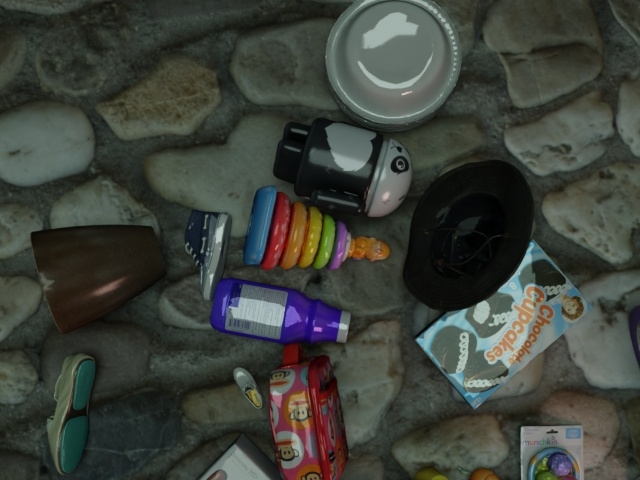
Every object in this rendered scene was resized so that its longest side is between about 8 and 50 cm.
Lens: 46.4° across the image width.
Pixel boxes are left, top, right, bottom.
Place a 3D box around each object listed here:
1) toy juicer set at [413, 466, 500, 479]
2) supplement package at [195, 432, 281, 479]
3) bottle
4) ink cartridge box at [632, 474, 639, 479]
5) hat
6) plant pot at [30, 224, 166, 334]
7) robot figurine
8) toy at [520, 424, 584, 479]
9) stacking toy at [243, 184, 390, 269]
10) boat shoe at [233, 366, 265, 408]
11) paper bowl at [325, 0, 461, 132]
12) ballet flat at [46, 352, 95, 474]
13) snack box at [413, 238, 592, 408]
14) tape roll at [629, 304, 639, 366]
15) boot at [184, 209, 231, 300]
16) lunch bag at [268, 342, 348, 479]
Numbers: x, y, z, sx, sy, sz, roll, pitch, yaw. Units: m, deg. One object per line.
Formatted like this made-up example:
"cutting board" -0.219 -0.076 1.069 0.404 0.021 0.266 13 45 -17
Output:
"toy juicer set" 0.305 0.617 1.510 0.209 0.089 0.329 -5 82 -17
"supplement package" -0.201 0.528 1.498 0.139 0.134 0.244 43 88 4
"bottle" -0.080 0.154 1.543 0.282 0.092 0.118 10 87 2
"ink cartridge box" 0.729 0.556 1.382 0.131 0.306 0.226 -30 85 0
"hat" 0.323 0.006 1.506 0.134 0.331 0.331 29 86 -35
"plant pot" -0.440 0.055 1.522 0.230 0.215 0.215 -16 85 -14
"robot figurine" 0.049 -0.152 1.520 0.278 0.173 0.209 16 85 1
"toy" 0.480 0.500 1.513 0.136 0.056 0.237 1 89 -9
"stacking toy" 0.000 0.000 1.540 0.301 0.175 0.166 12 87 -11
"boat shoe" -0.150 0.309 1.562 0.035 0.035 0.100 -31 86 -1
"paper bowl" 0.151 -0.377 1.550 0.284 0.148 0.284 0 86 0
"ballet flat" -0.526 0.355 1.557 0.086 0.086 0.248 11 85 2
"snack box" 0.374 0.171 1.544 0.322 0.060 0.187 -41 86 -2
"tape roll" 0.689 0.210 1.468 0.080 0.189 0.189 -14 85 0
"boot" -0.247 0.030 1.577 0.086 0.069 0.190 8 78 9
"lunch bag" -0.027 0.324 1.431 0.120 0.293 0.258 -10 86 6
